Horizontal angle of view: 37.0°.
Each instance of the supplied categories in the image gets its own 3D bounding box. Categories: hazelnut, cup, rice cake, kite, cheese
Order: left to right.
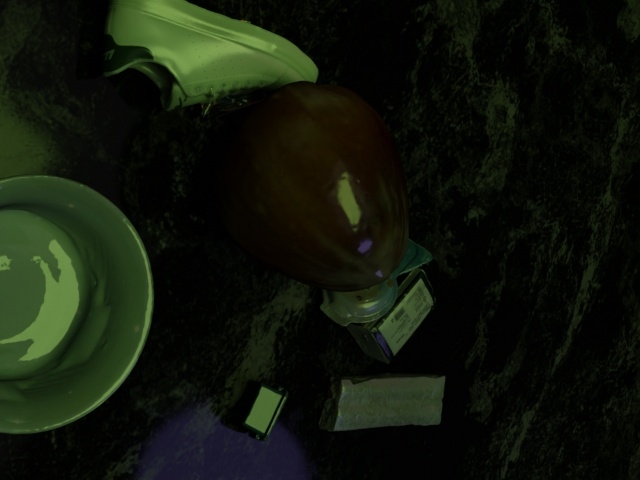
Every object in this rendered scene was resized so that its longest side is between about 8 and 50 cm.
[{"bbox_3d":[-0.423,0.080,1.329,0.347,0.163,0.347,-4,97,-39],"label":"cup"},{"bbox_3d":[-0.149,-0.283,1.607,0.241,0.014,0.183,23,83,-31],"label":"kite"},{"bbox_3d":[-0.004,-0.079,1.543,0.315,0.372,0.372,-42,126,17],"label":"hazelnut"},{"bbox_3d":[0.095,0.068,1.777,0.245,0.135,0.052,-43,161,-30],"label":"cheese"},{"bbox_3d":[0.130,0.311,1.857,0.298,0.050,0.106,5,90,-38],"label":"rice cake"}]

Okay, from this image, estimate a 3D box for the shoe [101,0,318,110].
[{"bbox_3d":[-0.174,-0.267,1.511,0.363,0.132,0.160,18,85,-28],"label":"shoe"}]

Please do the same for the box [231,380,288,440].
[{"bbox_3d":[-0.108,0.290,1.658,0.054,0.074,0.099,31,74,-21],"label":"box"}]

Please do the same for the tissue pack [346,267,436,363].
[{"bbox_3d":[0.137,0.135,1.823,0.170,0.090,0.103,-46,125,-24],"label":"tissue pack"}]
